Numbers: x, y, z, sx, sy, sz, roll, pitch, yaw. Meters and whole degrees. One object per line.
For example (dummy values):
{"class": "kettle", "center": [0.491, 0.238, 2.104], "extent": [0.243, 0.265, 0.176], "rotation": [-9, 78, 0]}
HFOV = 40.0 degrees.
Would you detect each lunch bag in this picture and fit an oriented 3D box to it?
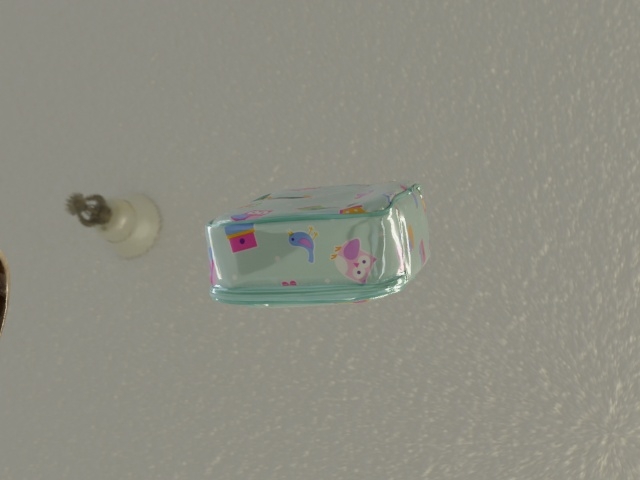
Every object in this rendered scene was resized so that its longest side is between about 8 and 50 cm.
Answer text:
{"class": "lunch bag", "center": [0.000, 0.000, 0.979], "extent": [0.224, 0.279, 0.108], "rotation": [-5, -83, 15]}

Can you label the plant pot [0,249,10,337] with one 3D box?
{"class": "plant pot", "center": [-0.364, 0.059, 0.576], "extent": [0.230, 0.215, 0.215], "rotation": [22, -94, 1]}
